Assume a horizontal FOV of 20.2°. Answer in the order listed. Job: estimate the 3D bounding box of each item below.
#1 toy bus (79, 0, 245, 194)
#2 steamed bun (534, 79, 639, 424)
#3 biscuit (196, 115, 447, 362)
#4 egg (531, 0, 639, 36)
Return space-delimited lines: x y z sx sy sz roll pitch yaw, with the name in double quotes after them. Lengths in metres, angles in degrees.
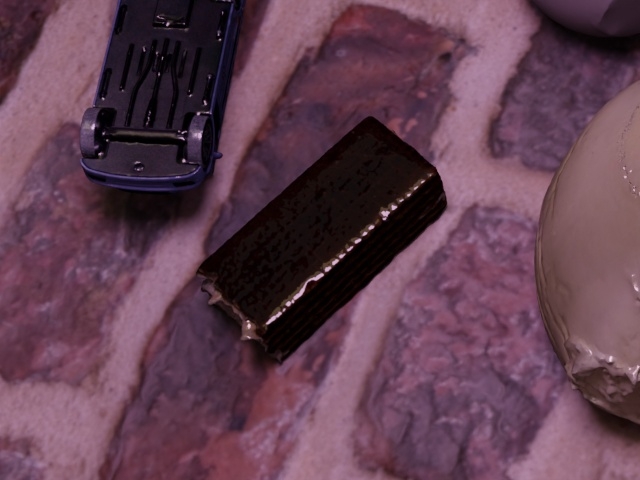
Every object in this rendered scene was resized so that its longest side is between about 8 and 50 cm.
-0.149 -0.161 1.791 0.125 0.133 0.292 4 60 9 "toy bus"
0.342 -0.017 1.542 0.333 0.233 0.312 -18 60 1 "steamed bun"
0.000 0.000 1.703 0.252 0.070 0.106 -43 61 -12 "biscuit"
0.264 -0.306 1.753 0.176 0.176 0.232 -24 51 -1 "egg"
